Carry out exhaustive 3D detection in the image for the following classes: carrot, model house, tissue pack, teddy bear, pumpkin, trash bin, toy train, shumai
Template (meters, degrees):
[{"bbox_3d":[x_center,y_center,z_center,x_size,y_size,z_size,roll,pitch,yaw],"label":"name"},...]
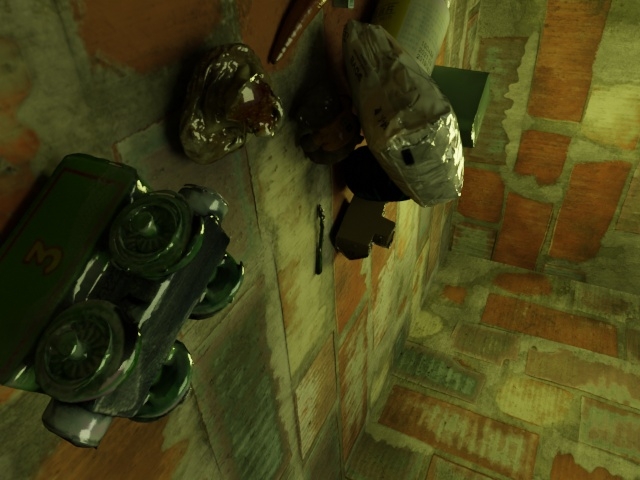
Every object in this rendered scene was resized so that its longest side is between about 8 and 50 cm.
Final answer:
[{"bbox_3d":[-0.025,-0.496,0.992,0.335,0.069,0.069,-61,154,-17],"label":"carrot"},{"bbox_3d":[0.148,-0.011,1.572,0.248,0.176,0.180,91,20,-68],"label":"model house"},{"bbox_3d":[0.195,-0.290,1.126,0.390,0.195,0.375,42,25,-54],"label":"tissue pack"},{"bbox_3d":[0.020,-0.281,1.122,0.177,0.140,0.190,-55,135,-7],"label":"teddy bear"},{"bbox_3d":[0.193,-0.232,1.412,0.248,0.248,0.247,-45,143,-50],"label":"pumpkin"},{"bbox_3d":[0.318,-0.417,1.454,0.222,0.344,0.158,-69,154,-14],"label":"trash bin"},{"bbox_3d":[-0.247,0.059,0.550,0.307,0.249,0.173,-66,158,-19],"label":"toy train"},{"bbox_3d":[-0.128,-0.213,0.761,0.209,0.153,0.161,-62,147,-19],"label":"shumai"}]

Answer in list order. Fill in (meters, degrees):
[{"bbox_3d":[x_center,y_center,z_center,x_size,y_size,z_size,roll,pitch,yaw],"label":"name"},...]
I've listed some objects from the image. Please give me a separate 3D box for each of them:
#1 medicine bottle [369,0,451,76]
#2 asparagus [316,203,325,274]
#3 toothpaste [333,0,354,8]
[{"bbox_3d":[0.238,-0.577,1.337,0.378,0.214,0.213,-69,156,-16],"label":"medicine bottle"},{"bbox_3d":[0.000,0.000,1.380,0.022,0.023,0.232,-124,-149,-57],"label":"asparagus"},{"bbox_3d":[0.059,-0.629,1.108,0.034,0.046,0.164,-37,136,-52],"label":"toothpaste"}]
